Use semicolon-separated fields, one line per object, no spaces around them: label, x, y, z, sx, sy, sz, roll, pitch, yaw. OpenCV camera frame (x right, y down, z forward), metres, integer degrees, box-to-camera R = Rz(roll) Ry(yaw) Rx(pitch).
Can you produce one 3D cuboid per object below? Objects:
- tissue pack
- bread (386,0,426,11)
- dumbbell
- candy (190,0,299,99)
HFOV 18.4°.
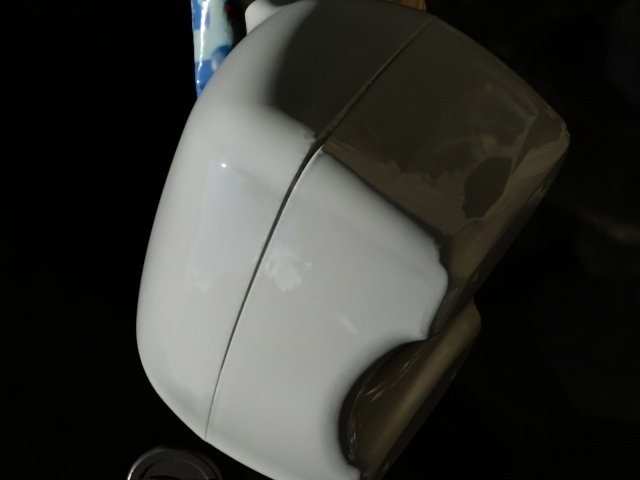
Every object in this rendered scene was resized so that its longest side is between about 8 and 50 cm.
tissue pack;0.000;0.000;1.340;0.236;0.229;0.333;31;139;10
bread;-0.015;-0.221;1.959;0.244;0.244;0.134;59;-141;-76
dumbbell;-0.144;0.255;1.884;0.099;0.099;0.208;60;-169;-13
candy;-0.050;-0.192;1.721;0.077;0.187;0.331;23;121;55
